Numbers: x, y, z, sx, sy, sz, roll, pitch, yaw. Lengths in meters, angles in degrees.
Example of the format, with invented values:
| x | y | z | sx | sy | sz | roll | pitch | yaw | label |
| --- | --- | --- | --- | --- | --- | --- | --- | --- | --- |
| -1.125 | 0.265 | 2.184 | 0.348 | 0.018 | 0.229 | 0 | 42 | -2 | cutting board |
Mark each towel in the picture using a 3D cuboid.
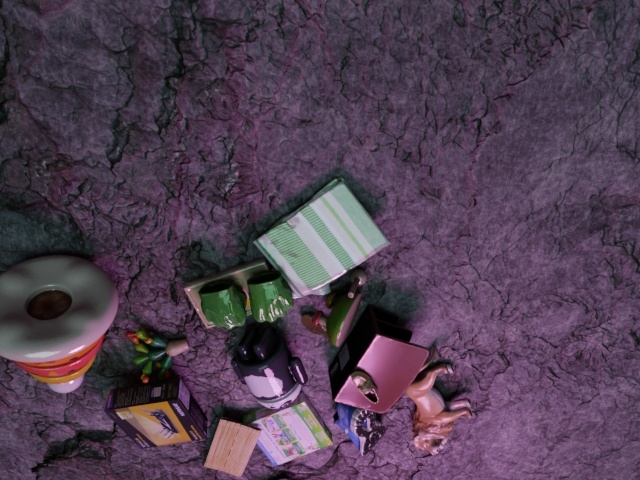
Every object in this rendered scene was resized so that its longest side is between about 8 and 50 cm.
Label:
| x | y | z | sx | sy | sz | roll | pitch | yaw | label |
| --- | --- | --- | --- | --- | --- | --- | --- | --- | --- |
| 0.000 | 0.000 | 1.536 | 0.325 | 0.038 | 0.248 | -35 | 102 | 13 | towel |

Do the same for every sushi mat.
| x | y | z | sx | sy | sz | roll | pitch | yaw | label |
| --- | --- | --- | --- | --- | --- | --- | --- | --- | --- |
| -0.324 | 0.758 | 1.926 | 0.151 | 0.019 | 0.316 | 20 | 124 | -3 | sushi mat |

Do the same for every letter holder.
| x | y | z | sx | sy | sz | roll | pitch | yaw | label |
| --- | --- | --- | --- | --- | --- | --- | --- | --- | --- |
| 0.191 | 0.396 | 1.729 | 0.214 | 0.152 | 0.302 | 20 | 115 | -17 | letter holder |

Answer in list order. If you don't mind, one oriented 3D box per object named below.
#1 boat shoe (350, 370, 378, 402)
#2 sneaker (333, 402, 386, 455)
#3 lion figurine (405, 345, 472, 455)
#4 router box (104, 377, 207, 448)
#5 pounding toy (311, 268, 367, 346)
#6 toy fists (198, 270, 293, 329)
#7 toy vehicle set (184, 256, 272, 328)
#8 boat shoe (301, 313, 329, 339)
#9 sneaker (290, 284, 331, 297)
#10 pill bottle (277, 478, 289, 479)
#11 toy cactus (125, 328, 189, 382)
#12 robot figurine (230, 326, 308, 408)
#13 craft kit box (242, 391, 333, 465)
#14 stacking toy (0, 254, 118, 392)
| x | y | z | sx | sy | sz | roll | pitch | yaw | label |
| --- | --- | --- | --- | --- | --- | --- | --- | --- | --- |
| 0.144 | 0.459 | 1.646 | 0.050 | 0.045 | 0.135 | -36 | 118 | 13 | boat shoe |
| 0.134 | 0.650 | 1.887 | 0.130 | 0.147 | 0.330 | -40 | 138 | -22 | sneaker |
| 0.382 | 0.562 | 1.858 | 0.240 | 0.142 | 0.392 | -23 | 104 | 17 | lion figurine |
| -0.541 | 0.587 | 1.771 | 0.243 | 0.081 | 0.309 | -10 | 136 | 2 | router box |
| 0.049 | 0.202 | 1.621 | 0.110 | 0.183 | 0.237 | 22 | 118 | 14 | pounding toy |
| -0.220 | 0.181 | 1.572 | 0.279 | 0.096 | 0.142 | -11 | 112 | 5 | toy fists |
| -0.264 | 0.164 | 1.633 | 0.267 | 0.035 | 0.166 | -18 | 118 | 6 | toy vehicle set |
| 0.006 | 0.277 | 1.714 | 0.153 | 0.048 | 0.056 | 27 | 126 | -10 | boat shoe |
| -0.046 | 0.142 | 1.633 | 0.152 | 0.053 | 0.061 | -9 | 103 | -2 | sneaker |
| -0.097 | 1.077 | 2.067 | 0.169 | 0.169 | 0.301 | -23 | 117 | 9 | pill bottle |
| -0.515 | 0.362 | 1.697 | 0.180 | 0.112 | 0.219 | -18 | 110 | -5 | toy cactus |
| -0.167 | 0.413 | 1.695 | 0.173 | 0.209 | 0.278 | -32 | 120 | -21 | robot figurine |
| -0.116 | 0.691 | 1.922 | 0.247 | 0.061 | 0.250 | -22 | 118 | 11 | craft kit box |
| -0.771 | 0.309 | 1.571 | 0.351 | 0.350 | 0.480 | 7 | 135 | -8 | stacking toy |
